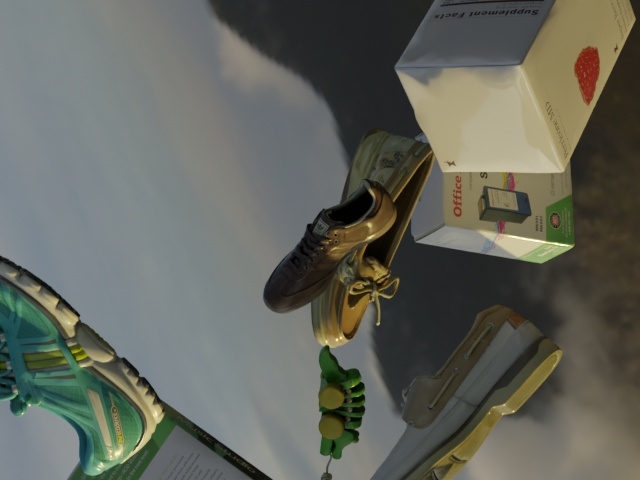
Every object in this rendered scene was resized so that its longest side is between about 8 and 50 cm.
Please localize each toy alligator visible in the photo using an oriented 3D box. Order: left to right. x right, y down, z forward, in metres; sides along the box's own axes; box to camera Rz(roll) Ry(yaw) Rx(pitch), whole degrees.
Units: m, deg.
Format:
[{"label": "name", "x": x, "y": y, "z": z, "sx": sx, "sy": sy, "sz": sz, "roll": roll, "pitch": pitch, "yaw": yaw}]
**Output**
[{"label": "toy alligator", "x": 0.025, "y": 0.204, "z": 1.895, "sx": 0.056, "sy": 0.051, "sz": 0.190, "roll": -81, "pitch": -9, "yaw": -67}]

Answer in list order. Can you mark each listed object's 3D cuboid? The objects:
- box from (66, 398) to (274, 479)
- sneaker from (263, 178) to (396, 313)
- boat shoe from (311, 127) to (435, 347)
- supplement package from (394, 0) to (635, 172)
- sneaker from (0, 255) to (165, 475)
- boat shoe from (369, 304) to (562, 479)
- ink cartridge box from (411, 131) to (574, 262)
[{"label": "box", "x": -0.155, "y": 0.354, "z": 1.989, "sx": 0.322, "sy": 0.232, "sz": 0.058, "roll": 35, "pitch": -175, "yaw": 3}, {"label": "sneaker", "x": 0.000, "y": 0.000, "z": 1.914, "sx": 0.066, "sy": 0.188, "sz": 0.071, "roll": 42, "pitch": 171, "yaw": 38}, {"label": "boat shoe", "x": 0.063, "y": 0.001, "z": 2.127, "sx": 0.104, "sy": 0.089, "sz": 0.285, "roll": 23, "pitch": -98, "yaw": -66}, {"label": "supplement package", "x": 0.247, "y": -0.243, "z": 2.094, "sx": 0.293, "sy": 0.175, "sz": 0.177, "roll": -60, "pitch": -42, "yaw": -35}, {"label": "sneaker", "x": -0.263, "y": 0.103, "z": 1.555, "sx": 0.275, "sy": 0.110, "sz": 0.107, "roll": 46, "pitch": 167, "yaw": -13}, {"label": "boat shoe", "x": 0.148, "y": 0.207, "z": 2.022, "sx": 0.103, "sy": 0.302, "sz": 0.113, "roll": 44, "pitch": 173, "yaw": 21}, {"label": "ink cartridge box", "x": 0.236, "y": -0.065, "z": 2.331, "sx": 0.093, "sy": 0.212, "sz": 0.154, "roll": 147, "pitch": 128, "yaw": -60}]
